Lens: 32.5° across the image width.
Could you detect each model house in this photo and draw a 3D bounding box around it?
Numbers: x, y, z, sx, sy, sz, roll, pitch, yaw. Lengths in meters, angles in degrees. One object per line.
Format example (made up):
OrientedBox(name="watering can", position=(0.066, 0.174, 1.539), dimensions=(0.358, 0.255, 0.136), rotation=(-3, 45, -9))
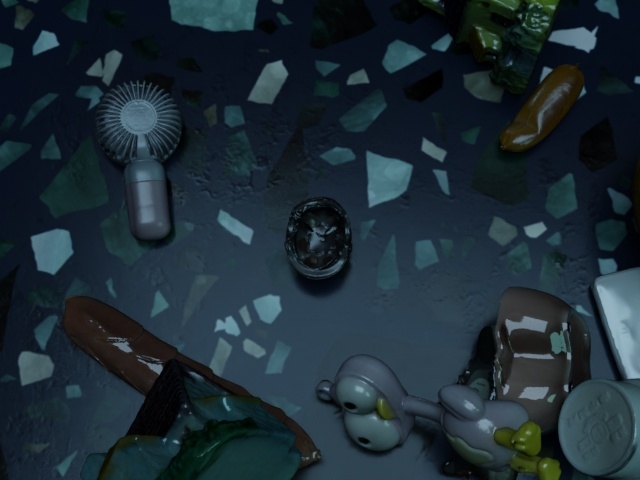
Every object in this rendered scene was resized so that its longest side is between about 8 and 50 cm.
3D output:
OrientedBox(name="model house", position=(0.246, -0.348, 1.627), dimensions=(0.211, 0.194, 0.170), rotation=(24, 79, 6))
OrientedBox(name="model house", position=(-0.206, 0.293, 1.423), dimensions=(0.249, 0.230, 0.280), rotation=(34, 99, 32))

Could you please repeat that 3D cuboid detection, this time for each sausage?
OrientedBox(name="sausage", position=(-0.190, 0.204, 1.542), dimensions=(0.433, 0.088, 0.088), rotation=(30, 77, 9))
OrientedBox(name="sausage", position=(0.338, -0.196, 1.657), dimensions=(0.062, 0.054, 0.183), rotation=(29, 77, 42))

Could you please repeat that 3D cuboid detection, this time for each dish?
OrientedBox(name="dish", position=(0.309, 0.164, 1.475), dimensions=(0.090, 0.213, 0.213), rotation=(-6, 72, 31))

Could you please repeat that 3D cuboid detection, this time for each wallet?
OrientedBox(name="wallet", position=(0.456, 0.132, 1.574), dimensions=(0.095, 0.033, 0.190), rotation=(-12, 74, -1))

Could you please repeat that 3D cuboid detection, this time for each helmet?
OrientedBox(name="helmet", position=(0.000, 0.000, 1.599), dimensions=(0.098, 0.070, 0.123), rotation=(2, 82, 8))

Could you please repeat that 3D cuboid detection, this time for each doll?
OrientedBox(name="doll", position=(0.140, 0.230, 1.437), dimensions=(0.365, 0.160, 0.094), rotation=(6, 52, 39))

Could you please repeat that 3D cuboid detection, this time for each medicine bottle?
OrientedBox(name="medicine bottle", position=(0.437, 0.254, 1.423), dimensions=(0.258, 0.143, 0.143), rotation=(12, 71, -36))

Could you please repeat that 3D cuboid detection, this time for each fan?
OrientedBox(name="fan", position=(-0.266, -0.119, 1.641), dimensions=(0.130, 0.074, 0.244), rotation=(-5, 79, -12))

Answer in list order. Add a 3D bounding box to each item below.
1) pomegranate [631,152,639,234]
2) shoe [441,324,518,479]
OrientedBox(name="pomegranate", position=(0.593, -0.090, 1.479), dimensions=(0.342, 0.342, 0.342), rotation=(0, 74, 1))
OrientedBox(name="shoe", position=(0.217, 0.232, 1.523), dimensions=(0.112, 0.099, 0.227), rotation=(-6, 72, 10))
